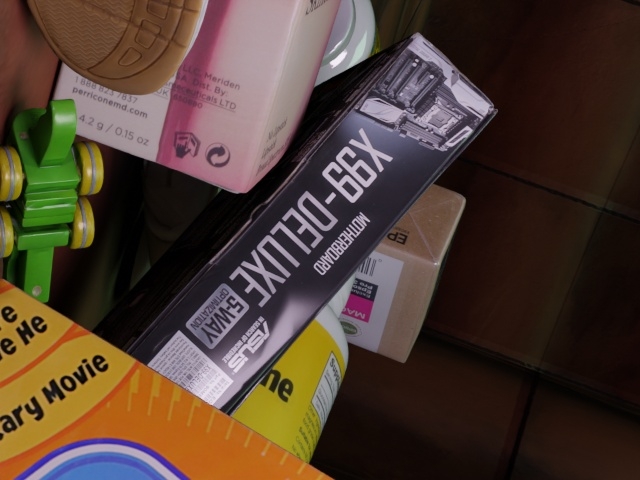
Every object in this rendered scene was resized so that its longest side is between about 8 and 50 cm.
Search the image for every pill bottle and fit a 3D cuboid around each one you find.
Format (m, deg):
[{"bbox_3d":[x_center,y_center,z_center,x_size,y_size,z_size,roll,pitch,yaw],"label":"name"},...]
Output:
[{"bbox_3d":[-0.010,-0.176,1.413,0.208,0.118,0.117,38,72,-84],"label":"pill bottle"},{"bbox_3d":[-0.088,0.134,1.395,0.188,0.188,0.334,102,9,-57],"label":"pill bottle"}]

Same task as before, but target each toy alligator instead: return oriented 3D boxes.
[{"bbox_3d":[-0.158,-0.009,0.899,0.051,0.056,0.189,58,-36,41],"label":"toy alligator"}]

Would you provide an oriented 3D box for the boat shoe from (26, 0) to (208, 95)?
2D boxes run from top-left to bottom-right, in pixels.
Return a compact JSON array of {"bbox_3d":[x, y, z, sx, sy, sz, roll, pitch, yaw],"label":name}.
[{"bbox_3d":[-0.078,-0.188,0.762,0.277,0.098,0.096,103,10,-48],"label":"boat shoe"}]

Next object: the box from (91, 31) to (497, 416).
[{"bbox_3d":[-0.045,0.012,1.099,0.307,0.076,0.242,-49,-171,-13],"label":"box"}]

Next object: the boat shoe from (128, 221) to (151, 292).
[{"bbox_3d":[-0.086,-0.035,1.348,0.079,0.081,0.227,99,12,-64],"label":"boat shoe"}]

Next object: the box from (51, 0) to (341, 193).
[{"bbox_3d":[-0.052,-0.167,0.958,0.148,0.127,0.232,-56,165,-68],"label":"box"}]

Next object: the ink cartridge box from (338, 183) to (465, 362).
[{"bbox_3d":[0.000,0.000,1.542,0.193,0.235,0.088,101,11,-57],"label":"ink cartridge box"}]

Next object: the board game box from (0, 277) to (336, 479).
[{"bbox_3d":[-0.101,0.311,0.615,0.356,0.356,0.356,-47,161,-41],"label":"board game box"}]

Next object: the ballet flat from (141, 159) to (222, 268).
[{"bbox_3d":[-0.092,-0.073,1.241,0.086,0.086,0.248,0,109,-85],"label":"ballet flat"}]
